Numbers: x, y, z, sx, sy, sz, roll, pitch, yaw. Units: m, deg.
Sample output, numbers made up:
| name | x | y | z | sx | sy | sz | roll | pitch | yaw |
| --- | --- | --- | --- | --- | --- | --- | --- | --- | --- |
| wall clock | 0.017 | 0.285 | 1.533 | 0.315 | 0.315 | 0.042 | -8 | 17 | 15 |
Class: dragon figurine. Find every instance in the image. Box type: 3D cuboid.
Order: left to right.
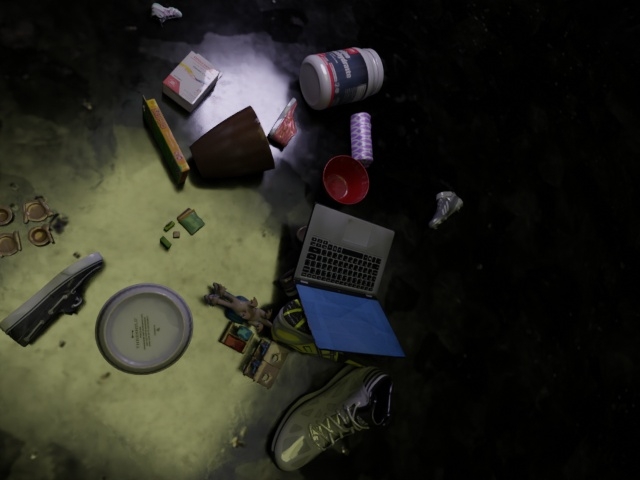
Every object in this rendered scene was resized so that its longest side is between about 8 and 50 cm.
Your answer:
| name | x | y | z | sx | sy | sz | roll | pitch | yaw |
| --- | --- | --- | --- | --- | --- | --- | --- | --- | --- |
| dragon figurine | -0.238 | 0.227 | 1.344 | 0.289 | 0.143 | 0.085 | 47 | 63 | -43 |

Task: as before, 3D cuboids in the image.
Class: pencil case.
| name | x | y | z | sx | sy | sz | roll | pitch | yaw |
| --- | --- | --- | --- | --- | --- | --- | --- | --- | --- |
| pencil case | 0.161 | -0.385 | 1.626 | 0.088 | 0.086 | 0.206 | 10 | 77 | -56 |

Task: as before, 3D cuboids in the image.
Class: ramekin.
| name | x | y | z | sx | sy | sz | roll | pitch | yaw |
| --- | --- | --- | --- | --- | --- | --- | --- | --- | --- |
| ramekin | -0.500 | 0.253 | 1.213 | 0.272 | 0.127 | 0.273 | 4 | 79 | -22 |

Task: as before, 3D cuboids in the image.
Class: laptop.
| name | x | y | z | sx | sy | sz | roll | pitch | yaw |
| --- | --- | --- | --- | --- | --- | --- | --- | --- | --- |
| laptop | 0.131 | 0.133 | 1.378 | 0.381 | 0.236 | 0.409 | 17 | 90 | -36 |

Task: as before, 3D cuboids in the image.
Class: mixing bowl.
| name | x | y | z | sx | sy | sz | roll | pitch | yaw |
| --- | --- | --- | --- | --- | --- | --- | --- | --- | --- |
| mixing bowl | 0.076 | -0.210 | 1.549 | 0.181 | 0.098 | 0.182 | 4 | 80 | -22 |

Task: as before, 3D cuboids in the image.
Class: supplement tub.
| name | x | y | z | sx | sy | sz | roll | pitch | yaw |
| --- | --- | --- | --- | --- | --- | --- | --- | --- | --- |
| supplement tub | 0.076 | -0.604 | 1.568 | 0.272 | 0.191 | 0.191 | -21 | 89 | -24 |

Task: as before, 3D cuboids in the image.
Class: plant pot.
| name | x | y | z | sx | sy | sz | roll | pitch | yaw |
| --- | --- | --- | --- | --- | --- | --- | --- | --- | --- |
| plant pot | -0.295 | -0.293 | 1.371 | 0.230 | 0.215 | 0.216 | -24 | 90 | -9 |

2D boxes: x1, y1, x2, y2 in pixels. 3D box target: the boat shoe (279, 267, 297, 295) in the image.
| name | x | y | z | sx | sy | sz | roll | pitch | yaw |
| --- | --- | --- | --- | --- | --- | --- | --- | --- | --- |
| boat shoe | -0.041 | 0.095 | 1.450 | 0.227 | 0.081 | 0.069 | -40 | 115 | -21 |

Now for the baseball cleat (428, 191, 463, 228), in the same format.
| name | x | y | z | sx | sy | sz | roll | pitch | yaw |
| --- | --- | --- | --- | --- | --- | --- | --- | --- | --- |
| baseball cleat | 0.494 | -0.130 | 1.736 | 0.205 | 0.072 | 0.109 | -34 | 81 | -28 |

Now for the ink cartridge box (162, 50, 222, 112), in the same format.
| name | x | y | z | sx | sy | sz | roll | pitch | yaw |
| --- | --- | --- | --- | --- | --- | --- | --- | --- | --- |
| ink cartridge box | -0.422 | -0.546 | 1.419 | 0.115 | 0.067 | 0.198 | 35 | 69 | -13 |

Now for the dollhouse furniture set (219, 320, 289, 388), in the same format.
| name | x | y | z | sx | sy | sz | roll | pitch | yaw |
| --- | --- | --- | --- | --- | --- | --- | --- | --- | --- |
| dollhouse furniture set | -0.220 | 0.353 | 1.310 | 0.183 | 0.129 | 0.129 | 33 | 70 | -15 |

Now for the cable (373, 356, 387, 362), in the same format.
| name | x | y | z | sx | sy | sz | roll | pitch | yaw |
| --- | --- | --- | --- | --- | --- | --- | --- | --- | --- |
| cable | 0.135 | 0.326 | 1.519 | 0.287 | 0.072 | 0.140 | 40 | 52 | -25 |

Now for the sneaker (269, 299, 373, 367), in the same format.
| name | x | y | z | sx | sy | sz | roll | pitch | yaw |
| --- | --- | --- | --- | --- | --- | --- | --- | --- | --- |
| sneaker | 0.010 | 0.318 | 1.379 | 0.384 | 0.147 | 0.145 | 32 | 36 | -23 |

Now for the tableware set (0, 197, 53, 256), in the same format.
| name | x | y | z | sx | sy | sz | roll | pitch | yaw |
| --- | --- | --- | --- | --- | --- | --- | --- | --- | --- |
| tableware set | -0.839 | -0.039 | 1.182 | 0.168 | 0.020 | 0.141 | -17 | 87 | -24 |

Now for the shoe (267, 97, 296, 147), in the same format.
| name | x | y | z | sx | sy | sz | roll | pitch | yaw |
| --- | --- | --- | --- | --- | --- | --- | --- | --- | --- |
| shoe | -0.115 | -0.425 | 1.531 | 0.081 | 0.063 | 0.178 | 33 | 75 | -15 |

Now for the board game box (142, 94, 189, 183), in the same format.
| name | x | y | z | sx | sy | sz | roll | pitch | yaw |
| --- | --- | --- | --- | --- | --- | --- | --- | --- | --- |
| board game box | -0.487 | -0.315 | 1.320 | 0.039 | 0.124 | 0.260 | -30 | 93 | -25 |

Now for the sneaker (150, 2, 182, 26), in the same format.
| name | x | y | z | sx | sy | sz | roll | pitch | yaw |
| --- | --- | --- | --- | --- | --- | --- | --- | --- | --- |
| sneaker | -0.524 | -0.755 | 1.432 | 0.098 | 0.038 | 0.069 | 8 | 79 | -12 |

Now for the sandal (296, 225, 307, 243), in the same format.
| name | x | y | z | sx | sy | sz | roll | pitch | yaw |
| --- | --- | --- | --- | --- | --- | --- | --- | --- | --- |
| sandal | 0.000 | 0.000 | 1.508 | 0.180 | 0.049 | 0.072 | 28 | 71 | -16 |

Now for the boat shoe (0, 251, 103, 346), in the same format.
| name | x | y | z | sx | sy | sz | roll | pitch | yaw |
| --- | --- | --- | --- | --- | --- | --- | --- | --- | --- |
| boat shoe | -0.707 | 0.160 | 1.155 | 0.102 | 0.108 | 0.301 | 48 | 70 | -8 |

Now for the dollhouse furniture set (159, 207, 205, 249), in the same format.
| name | x | y | z | sx | sy | sz | roll | pitch | yaw |
| --- | --- | --- | --- | --- | --- | --- | --- | --- | --- |
| dollhouse furniture set | -0.437 | -0.039 | 1.328 | 0.151 | 0.058 | 0.076 | -45 | 99 | -23 |

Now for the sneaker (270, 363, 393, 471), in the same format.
| name | x | y | z | sx | sy | sz | roll | pitch | yaw |
| --- | --- | --- | --- | --- | --- | --- | --- | --- | --- |
| sneaker | 0.050 | 0.551 | 1.317 | 0.447 | 0.257 | 0.169 | -38 | 96 | -23 |
